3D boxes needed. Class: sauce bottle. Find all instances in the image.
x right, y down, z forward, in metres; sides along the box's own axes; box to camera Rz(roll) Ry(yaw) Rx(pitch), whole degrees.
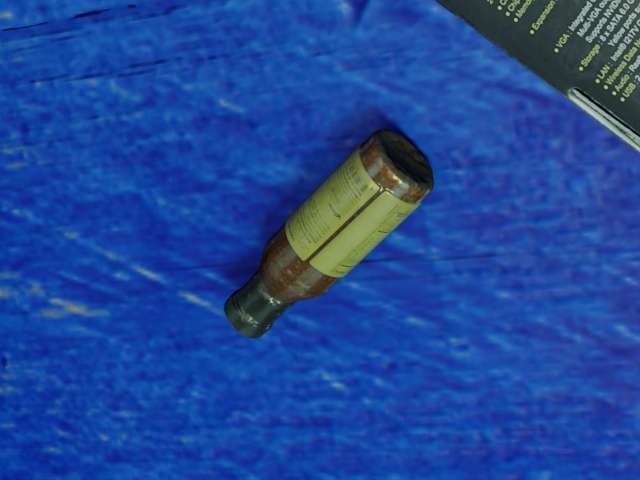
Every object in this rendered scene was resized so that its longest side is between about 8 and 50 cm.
[{"bbox_3d":[0.000,0.000,0.673,0.042,0.042,0.128,49,118,2],"label":"sauce bottle"}]

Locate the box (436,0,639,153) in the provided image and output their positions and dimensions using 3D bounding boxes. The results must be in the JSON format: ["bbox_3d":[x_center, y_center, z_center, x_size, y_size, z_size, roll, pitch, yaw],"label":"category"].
[{"bbox_3d":[0.183,-0.227,0.490,0.318,0.097,0.395,37,117,6],"label":"box"}]
